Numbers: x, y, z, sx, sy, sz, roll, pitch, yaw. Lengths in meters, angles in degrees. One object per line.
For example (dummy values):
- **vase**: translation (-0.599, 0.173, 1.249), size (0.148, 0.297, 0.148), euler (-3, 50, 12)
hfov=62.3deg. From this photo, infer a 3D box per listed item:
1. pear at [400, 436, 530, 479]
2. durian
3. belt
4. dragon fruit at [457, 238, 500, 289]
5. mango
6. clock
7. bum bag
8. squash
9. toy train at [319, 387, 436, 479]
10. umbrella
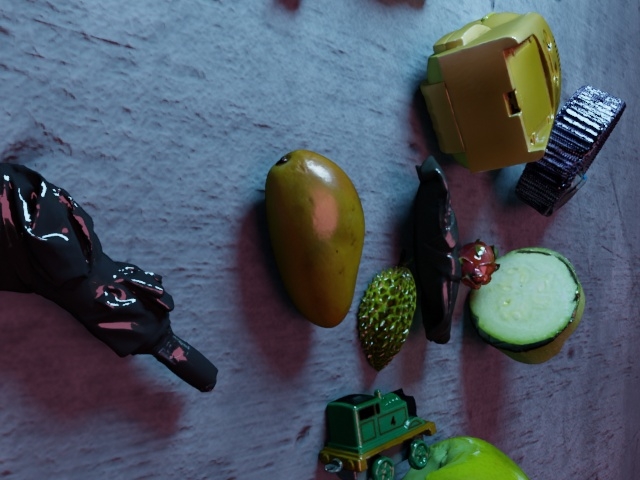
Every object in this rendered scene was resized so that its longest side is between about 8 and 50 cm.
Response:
- **pear**: translation (0.228, 0.418, 0.872), size (0.292, 0.292, 0.159), euler (-28, 77, -37)
- **durian**: translation (0.114, 0.110, 0.872), size (0.100, 0.086, 0.216), euler (38, 66, -72)
- **belt**: translation (0.517, -0.186, 1.101), size (0.324, 0.122, 0.260), euler (-22, 140, -57)
- **dragon fruit**: translation (0.299, 0.040, 1.011), size (0.081, 0.086, 0.116), euler (34, 55, 4)
- **mango**: translation (0.000, 0.000, 0.724), size (0.138, 0.113, 0.254), euler (-22, 108, -38)
- **clock**: translation (0.332, -0.286, 0.966), size (0.317, 0.200, 0.244), euler (-42, 121, -41)
- **bum bag**: translation (0.201, 0.019, 0.897), size (0.142, 0.079, 0.327), euler (-72, 158, -78)
- **squash**: translation (0.408, 0.130, 1.018), size (0.133, 0.220, 0.220), euler (36, 69, -32)
- **toy train**: translation (0.091, 0.300, 0.835), size (0.227, 0.091, 0.137), euler (-8, 87, -41)
- **umbrella**: translation (-0.221, 0.061, 0.546), size (0.118, 0.118, 0.340), euler (-54, 127, -25)
